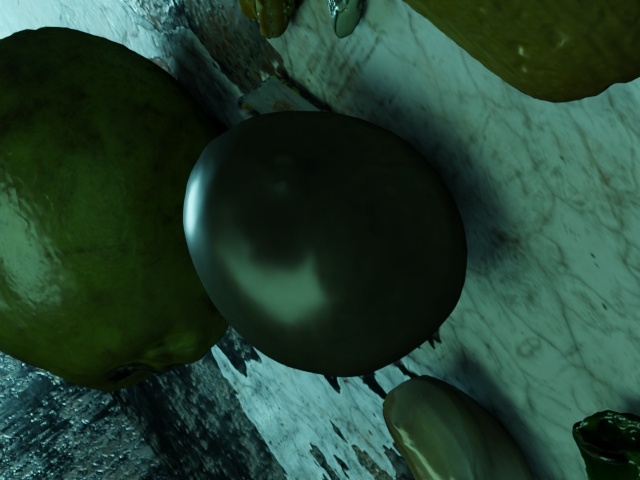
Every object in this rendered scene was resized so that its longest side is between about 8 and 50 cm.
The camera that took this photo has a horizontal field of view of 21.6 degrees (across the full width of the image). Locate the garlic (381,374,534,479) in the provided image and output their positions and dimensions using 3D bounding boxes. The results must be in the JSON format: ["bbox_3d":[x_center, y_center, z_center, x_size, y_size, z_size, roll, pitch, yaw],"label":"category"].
[{"bbox_3d":[0.146,0.233,1.652,0.228,0.110,0.217,64,175,5],"label":"garlic"}]

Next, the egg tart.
[{"bbox_3d":[0.114,-0.180,0.835,0.171,0.215,0.215,45,167,-24],"label":"egg tart"}]

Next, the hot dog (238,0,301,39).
[{"bbox_3d":[-0.042,-0.211,1.419,0.056,0.041,0.133,51,170,11],"label":"hot dog"}]

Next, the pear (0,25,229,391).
[{"bbox_3d":[-0.254,-0.043,1.795,0.413,0.352,0.352,59,162,-6],"label":"pear"}]

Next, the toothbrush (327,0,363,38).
[{"bbox_3d":[0.032,-0.222,1.220,0.294,0.026,0.028,111,137,-70],"label":"toothbrush"}]

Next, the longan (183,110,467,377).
[{"bbox_3d":[0.000,0.000,1.394,0.246,0.215,0.246,13,141,11],"label":"longan"}]

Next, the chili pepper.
[{"bbox_3d":[0.257,0.209,1.390,0.108,0.062,0.216,52,164,28],"label":"chili pepper"}]

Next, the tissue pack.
[{"bbox_3d":[-0.015,-0.069,1.565,0.109,0.060,0.148,37,154,39],"label":"tissue pack"}]
